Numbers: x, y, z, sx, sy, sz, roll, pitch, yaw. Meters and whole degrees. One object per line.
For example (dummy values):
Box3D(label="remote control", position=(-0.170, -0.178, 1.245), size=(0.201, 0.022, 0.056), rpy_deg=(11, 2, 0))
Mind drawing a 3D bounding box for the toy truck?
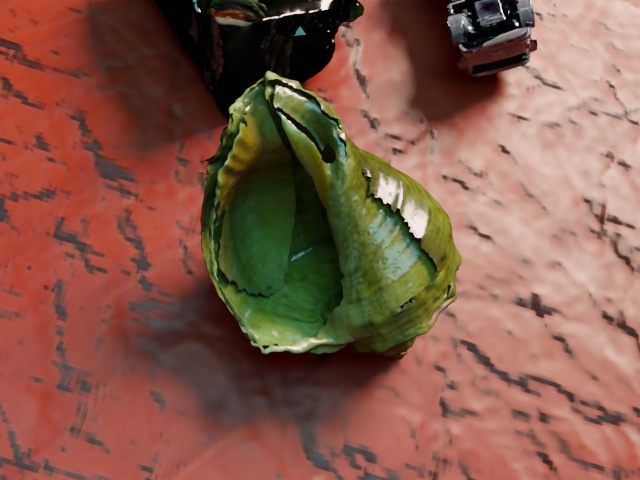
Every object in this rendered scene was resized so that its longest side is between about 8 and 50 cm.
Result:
Box3D(label="toy truck", position=(0.070, -0.111, 0.507), size=(0.039, 0.044, 0.083), rpy_deg=(-14, 65, 8))

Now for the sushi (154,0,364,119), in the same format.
Box3D(label="sushi", position=(-0.025, -0.112, 0.487), size=(0.085, 0.056, 0.083), rpy_deg=(-30, 64, -20))

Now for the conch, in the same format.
Box3D(label="conch", position=(0.000, 0.000, 0.420), size=(0.089, 0.074, 0.121), rpy_deg=(-44, 117, -25))
